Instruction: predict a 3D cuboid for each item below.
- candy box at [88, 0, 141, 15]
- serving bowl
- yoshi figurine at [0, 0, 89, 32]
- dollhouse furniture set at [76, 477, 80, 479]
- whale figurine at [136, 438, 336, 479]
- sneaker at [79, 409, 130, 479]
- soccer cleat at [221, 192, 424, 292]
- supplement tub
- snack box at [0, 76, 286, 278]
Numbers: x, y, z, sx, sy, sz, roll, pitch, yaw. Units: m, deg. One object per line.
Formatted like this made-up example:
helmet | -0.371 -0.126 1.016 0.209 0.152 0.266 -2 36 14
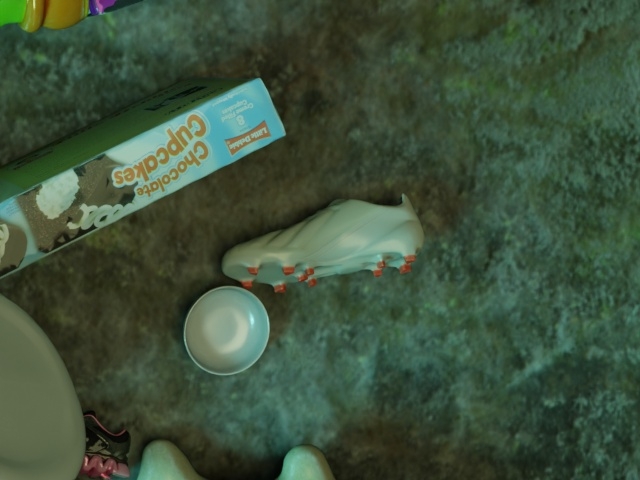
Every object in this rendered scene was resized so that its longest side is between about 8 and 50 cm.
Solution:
candy box | -0.122 -0.306 1.375 0.233 0.071 0.159 -22 103 -18
serving bowl | -0.090 0.081 1.455 0.083 0.027 0.083 -3 98 -21
yoshi figurine | -0.379 -0.225 1.230 0.362 0.203 0.203 -18 86 -17
dollhouse furniture set | -0.267 0.305 1.316 0.212 0.161 0.242 -44 116 1
whale figurine | -0.057 0.285 1.455 0.272 0.141 0.216 25 86 2
sneaker | -0.223 0.177 1.411 0.119 0.047 0.057 22 66 -23
soccer cleat | 0.000 0.000 1.470 0.196 0.068 0.076 -6 70 -15
supplement tub | -0.343 0.179 1.162 0.316 0.193 0.193 -35 112 24
snack box | -0.206 -0.047 1.309 0.322 0.187 0.060 -28 106 -16
